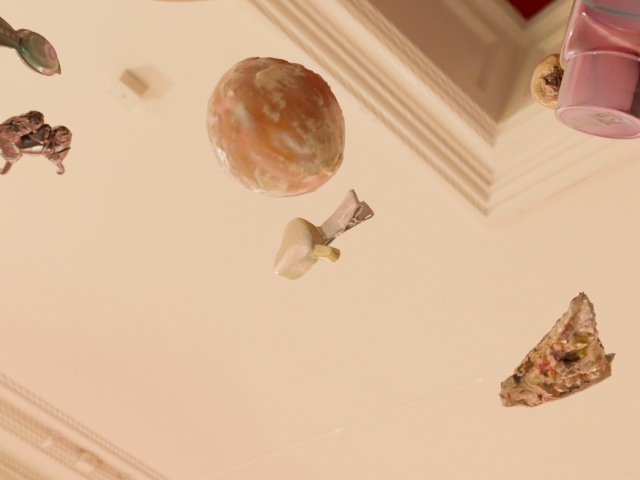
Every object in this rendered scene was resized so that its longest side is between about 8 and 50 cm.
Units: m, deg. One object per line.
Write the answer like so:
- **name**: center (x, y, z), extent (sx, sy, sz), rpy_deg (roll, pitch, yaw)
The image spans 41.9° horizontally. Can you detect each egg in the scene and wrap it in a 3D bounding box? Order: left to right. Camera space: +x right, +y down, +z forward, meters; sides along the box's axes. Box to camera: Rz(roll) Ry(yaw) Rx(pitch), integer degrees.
- **egg**: center (-0.060, -0.157, 1.170), extent (0.195, 0.195, 0.233), rpy_deg (5, -157, -39)

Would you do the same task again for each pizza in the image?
- **pizza**: center (0.322, 0.145, 1.073), extent (0.185, 0.195, 0.052), rpy_deg (-14, -135, -17)

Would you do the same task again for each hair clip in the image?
- **hair clip**: center (0.000, 0.001, 1.556), extent (0.071, 0.218, 0.159), rpy_deg (40, -164, -36)

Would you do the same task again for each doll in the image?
- **doll**: center (-0.450, -0.156, 1.300), extent (0.139, 0.165, 0.057), rpy_deg (-4, -110, -35)

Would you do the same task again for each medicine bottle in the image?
- **medicine bottle**: center (0.261, -0.187, 0.712), extent (0.119, 0.094, 0.188), rpy_deg (40, -115, -75)

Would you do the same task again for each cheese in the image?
- **cheese**: center (-0.383, -0.253, 1.086), extent (0.121, 0.026, 0.067), rpy_deg (29, -137, -52)

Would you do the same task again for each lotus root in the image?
- **lotus root**: center (0.291, -0.193, 1.025), extent (0.152, 0.063, 0.072), rpy_deg (-27, -84, -64)

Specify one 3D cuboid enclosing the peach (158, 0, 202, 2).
- **peach**: center (-0.094, -0.352, 0.651), extent (0.308, 0.308, 0.332), rpy_deg (32, -126, -24)
